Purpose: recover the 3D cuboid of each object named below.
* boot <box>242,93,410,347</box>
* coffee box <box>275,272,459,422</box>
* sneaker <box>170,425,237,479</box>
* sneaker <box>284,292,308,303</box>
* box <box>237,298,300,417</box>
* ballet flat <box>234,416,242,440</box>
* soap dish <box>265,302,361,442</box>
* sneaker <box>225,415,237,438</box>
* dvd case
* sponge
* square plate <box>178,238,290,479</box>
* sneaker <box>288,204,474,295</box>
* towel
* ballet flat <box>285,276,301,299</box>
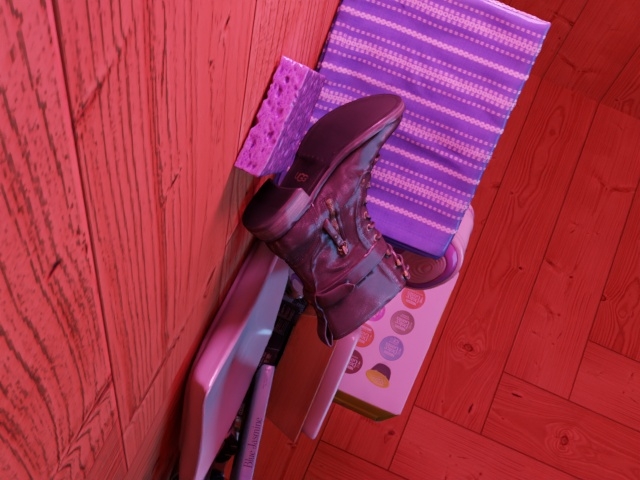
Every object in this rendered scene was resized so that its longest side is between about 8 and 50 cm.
[{"bbox_3d":[0.045,-0.024,1.282,0.263,0.229,0.091,-45,-145,-7],"label":"boot"},{"bbox_3d":[0.061,0.175,2.292,0.338,0.338,0.334,107,7,-78],"label":"coffee box"},{"bbox_3d":[-0.189,0.348,1.756,0.208,0.082,0.094,-55,-155,36],"label":"sneaker"},{"bbox_3d":[0.000,0.000,2.024,0.121,0.112,0.299,-63,175,-48],"label":"sneaker"},{"bbox_3d":[-0.116,0.210,1.922,0.180,0.078,0.147,-64,176,-45],"label":"box"},{"bbox_3d":[-0.182,0.373,2.048,0.241,0.077,0.091,-52,166,-77],"label":"ballet flat"},{"bbox_3d":[-0.016,0.229,1.941,0.291,0.118,0.228,-15,128,-86],"label":"soap dish"},{"bbox_3d":[-0.153,0.237,1.679,0.185,0.070,0.083,-74,177,-61],"label":"sneaker"},{"bbox_3d":[-0.117,0.330,1.661,0.180,0.022,0.253,124,-22,-70],"label":"dvd case"},{"bbox_3d":[-0.037,-0.127,1.102,0.210,0.031,0.117,-50,163,-82],"label":"sponge"},{"bbox_3d":[-0.123,0.158,1.500,0.344,0.049,0.347,106,7,-51],"label":"square plate"},{"bbox_3d":[0.092,0.021,1.507,0.305,0.114,0.152,-16,-153,37],"label":"sneaker"},{"bbox_3d":[0.099,-0.152,1.284,0.040,0.243,0.336,-68,180,-64],"label":"towel"},{"bbox_3d":[0.001,0.002,1.753,0.409,0.147,0.147,114,1,-76],"label":"ballet flat"}]
